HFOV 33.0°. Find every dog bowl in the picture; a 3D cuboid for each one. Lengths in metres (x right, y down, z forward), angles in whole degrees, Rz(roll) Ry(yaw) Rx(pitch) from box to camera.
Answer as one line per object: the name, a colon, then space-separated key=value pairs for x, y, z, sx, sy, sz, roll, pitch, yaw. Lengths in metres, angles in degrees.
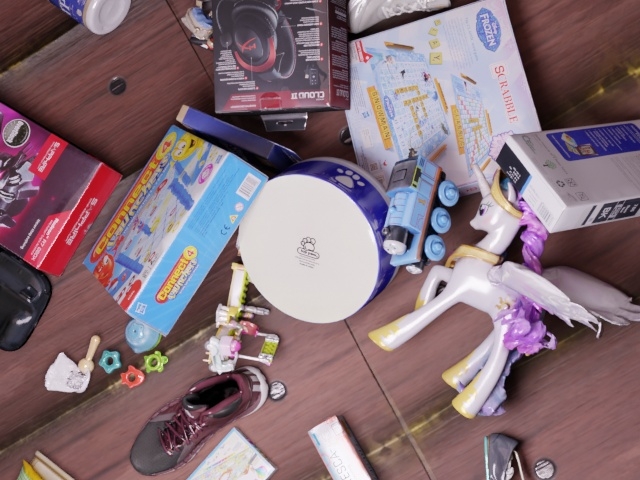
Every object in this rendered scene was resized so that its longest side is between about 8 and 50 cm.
dog bowl: x=0.000 y=0.000 z=1.795 sx=0.265 sy=0.104 sz=0.264 roll=10 pitch=114 yaw=24

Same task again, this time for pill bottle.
pill bottle: x=-0.465 y=-0.486 z=2.063 sx=0.187 sy=0.112 sz=0.112 roll=36 pitch=90 yaw=18

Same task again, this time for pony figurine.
pony figurine: x=0.298 y=0.094 z=1.704 sx=0.351 sy=0.303 sz=0.363 roll=39 pitch=105 yaw=26

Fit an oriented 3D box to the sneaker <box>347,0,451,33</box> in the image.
sneaker: x=0.163 y=-0.439 z=1.909 sx=0.262 sy=0.099 sz=0.121 roll=-37 pitch=78 yaw=6

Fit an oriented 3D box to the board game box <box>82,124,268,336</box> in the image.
board game box: x=-0.256 y=-0.029 z=1.843 sx=0.308 sy=0.086 sz=0.302 roll=-58 pitch=29 yaw=-2

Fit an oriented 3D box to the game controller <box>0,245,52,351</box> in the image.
game controller: x=-0.656 y=0.073 z=2.040 sx=0.319 sy=0.067 sz=0.166 roll=31 pitch=103 yaw=18

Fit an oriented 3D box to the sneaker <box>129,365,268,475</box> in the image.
sneaker: x=-0.231 y=0.299 z=1.828 sx=0.281 sy=0.162 sz=0.106 roll=-37 pitch=73 yaw=4

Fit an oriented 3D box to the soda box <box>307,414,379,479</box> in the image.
soda box: x=0.051 y=0.382 z=1.794 sx=0.058 sy=0.063 sz=0.183 roll=-32 pitch=73 yaw=7

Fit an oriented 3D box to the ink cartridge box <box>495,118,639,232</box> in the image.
ink cartridge box: x=0.454 y=-0.110 z=1.706 sx=0.333 sy=0.065 sz=0.165 roll=-10 pitch=51 yaw=-28

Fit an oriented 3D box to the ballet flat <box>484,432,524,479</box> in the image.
ballet flat: x=0.293 y=0.411 z=1.727 sx=0.074 sy=0.074 sz=0.203 roll=2 pitch=78 yaw=14

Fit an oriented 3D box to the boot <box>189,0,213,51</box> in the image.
boot: x=-0.210 y=-0.466 z=2.002 sx=0.338 sy=0.118 sz=0.222 roll=18 pitch=94 yaw=24

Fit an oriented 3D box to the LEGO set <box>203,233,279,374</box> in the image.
LEGO set: x=-0.116 y=0.118 z=1.863 sx=0.107 sy=0.132 sz=0.287 roll=10 pitch=49 yaw=5

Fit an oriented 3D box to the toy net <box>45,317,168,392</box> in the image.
toy net: x=-0.384 y=0.226 z=1.945 sx=0.232 sy=0.045 sz=0.122 roll=-27 pitch=76 yaw=9

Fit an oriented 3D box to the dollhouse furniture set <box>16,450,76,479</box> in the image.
dollhouse furniture set: x=-0.461 y=0.517 z=1.850 sx=0.302 sy=0.151 sz=0.197 roll=32 pitch=89 yaw=18

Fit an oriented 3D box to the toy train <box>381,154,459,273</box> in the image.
toy train: x=0.151 y=-0.041 z=1.711 sx=0.080 sy=0.105 sz=0.184 roll=-15 pitch=53 yaw=54

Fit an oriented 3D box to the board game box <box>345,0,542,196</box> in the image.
board game box: x=0.206 y=-0.229 z=1.870 sx=0.318 sy=0.066 sz=0.318 roll=-15 pitch=76 yaw=12

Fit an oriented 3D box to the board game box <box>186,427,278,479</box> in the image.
board game box: x=-0.162 y=0.414 z=1.860 sx=0.103 sy=0.026 sz=0.154 roll=43 pitch=92 yaw=17

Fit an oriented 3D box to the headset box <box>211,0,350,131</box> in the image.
headset box: x=-0.068 y=-0.336 z=1.859 sx=0.218 sy=0.110 sz=0.293 roll=-1 pitch=93 yaw=21

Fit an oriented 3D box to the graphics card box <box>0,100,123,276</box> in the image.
graphics card box: x=-0.588 y=-0.122 z=2.035 sx=0.371 sy=0.094 sz=0.232 roll=31 pitch=88 yaw=18

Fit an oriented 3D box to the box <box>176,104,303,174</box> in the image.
box: x=-0.132 y=-0.167 z=1.906 sx=0.225 sy=0.136 sz=0.036 roll=23 pitch=85 yaw=17

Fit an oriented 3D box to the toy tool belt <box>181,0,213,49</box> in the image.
toy tool belt: x=-0.206 y=-0.388 z=1.936 sx=0.083 sy=0.052 sz=0.051 roll=46 pitch=117 yaw=10
